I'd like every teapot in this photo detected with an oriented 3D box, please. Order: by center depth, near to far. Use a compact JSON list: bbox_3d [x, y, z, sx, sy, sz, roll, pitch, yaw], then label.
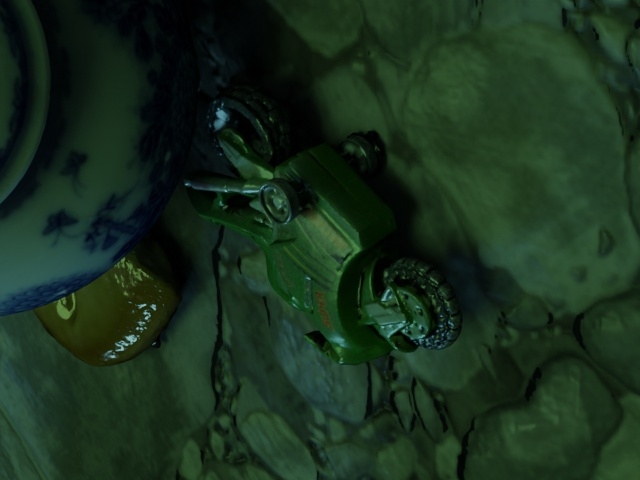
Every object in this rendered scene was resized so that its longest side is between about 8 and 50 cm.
[{"bbox_3d":[-0.195,-0.083,0.735,0.252,0.280,0.424,38,98,4],"label":"teapot"}]

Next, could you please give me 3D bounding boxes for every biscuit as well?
[{"bbox_3d":[-0.189,-0.055,0.933,0.154,0.045,0.299,-27,89,46],"label":"biscuit"}]

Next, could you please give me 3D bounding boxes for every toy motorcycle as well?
[{"bbox_3d":[0.000,0.000,0.769,0.190,0.074,0.106,46,142,18],"label":"toy motorcycle"}]
